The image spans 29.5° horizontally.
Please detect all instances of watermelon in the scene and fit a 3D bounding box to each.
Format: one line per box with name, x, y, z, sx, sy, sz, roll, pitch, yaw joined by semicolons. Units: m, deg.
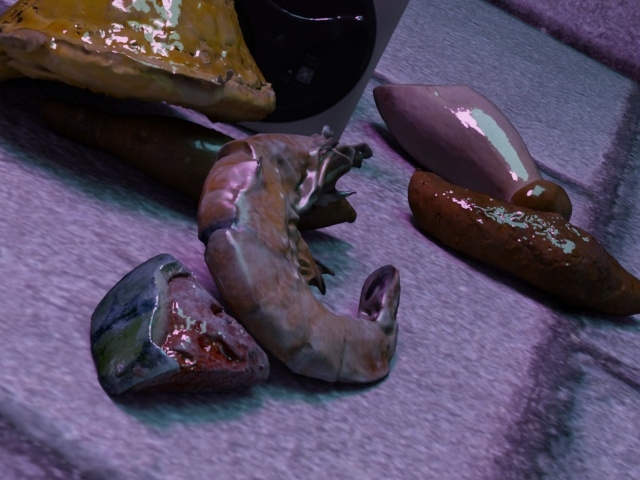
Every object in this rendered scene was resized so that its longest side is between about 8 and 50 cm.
watermelon;-0.099;0.064;0.933;0.139;0.071;0.187;26;21;-15

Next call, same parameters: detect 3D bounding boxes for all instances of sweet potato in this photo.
sweet potato;-0.115;-0.069;1.209;0.346;0.079;0.108;21;-6;-12
sweet potato;0.260;0.010;1.431;0.341;0.092;0.114;25;5;-6

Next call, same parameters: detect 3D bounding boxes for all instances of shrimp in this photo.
shrimp;0.000;0.000;1.097;0.247;0.085;0.360;52;27;-11

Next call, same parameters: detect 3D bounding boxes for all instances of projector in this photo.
projector;-0.051;-0.254;1.438;0.257;0.259;0.079;20;23;-16

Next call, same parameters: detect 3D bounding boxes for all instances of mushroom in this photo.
mushroom;0.199;-0.123;1.629;0.128;0.128;0.350;3;36;-46

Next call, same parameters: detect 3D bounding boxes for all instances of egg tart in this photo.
egg tart;-0.192;-0.208;1.245;0.341;0.132;0.341;11;10;-2
